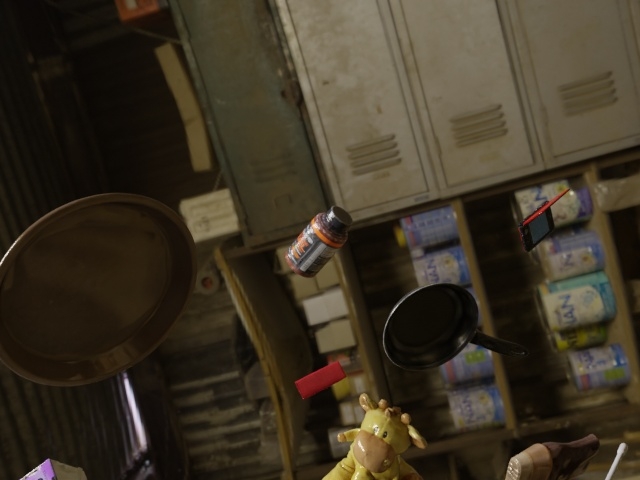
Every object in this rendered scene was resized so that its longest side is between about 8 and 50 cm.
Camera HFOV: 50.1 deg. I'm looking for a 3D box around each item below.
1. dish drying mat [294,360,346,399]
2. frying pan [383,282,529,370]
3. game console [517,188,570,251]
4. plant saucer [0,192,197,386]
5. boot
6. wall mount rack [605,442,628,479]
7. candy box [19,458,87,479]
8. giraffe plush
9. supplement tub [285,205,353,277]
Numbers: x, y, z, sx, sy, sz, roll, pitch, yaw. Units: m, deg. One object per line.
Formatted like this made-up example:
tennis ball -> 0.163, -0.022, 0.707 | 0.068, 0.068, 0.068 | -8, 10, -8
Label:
dish drying mat -> 0.001, 0.230, 1.131 | 0.032, 0.083, 0.008 | 63, 159, 11
frying pan -> 0.268, 0.155, 1.324 | 0.053, 0.325, 0.197 | -125, 33, -57
game console -> 0.581, -0.050, 1.754 | 0.085, 0.144, 0.124 | 5, 121, 50
plant saucer -> -0.286, 0.061, 0.878 | 0.041, 0.278, 0.278 | 36, 159, 39
boot -> 0.469, 0.515, 1.436 | 0.090, 0.206, 0.249 | -122, 32, -49
wall mount rack -> 0.709, 0.592, 1.459 | 0.130, 0.349, 0.304 | 43, -117, -46
candy box -> -0.332, 0.369, 0.747 | 0.165, 0.196, 0.070 | 53, 177, 34
giraffe plush -> 0.104, 0.365, 1.175 | 0.210, 0.181, 0.171 | -74, -4, -48
supplement tub -> 0.000, 0.000, 1.799 | 0.106, 0.198, 0.106 | 30, -151, -19
